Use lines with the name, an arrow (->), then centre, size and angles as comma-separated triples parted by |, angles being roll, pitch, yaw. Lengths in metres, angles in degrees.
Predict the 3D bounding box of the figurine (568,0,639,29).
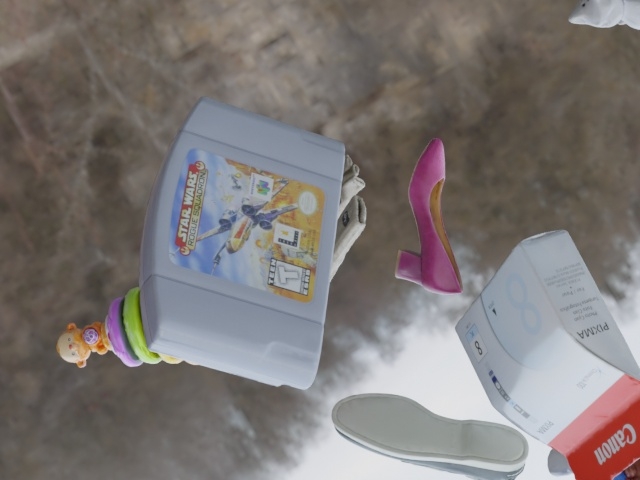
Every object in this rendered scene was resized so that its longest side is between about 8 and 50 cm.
figurine -> 0.460, -0.374, 2.079 | 0.209, 0.092, 0.215 | -8, 145, -47

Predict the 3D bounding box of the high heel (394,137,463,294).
high heel -> 0.196, -0.037, 2.385 | 0.117, 0.244, 0.082 | 16, -173, 23

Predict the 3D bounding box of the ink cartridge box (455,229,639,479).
ink cartridge box -> 0.349, 0.220, 2.150 | 0.091, 0.385, 0.308 | -15, 158, -21

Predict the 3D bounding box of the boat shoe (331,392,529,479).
boat shoe -> 0.170, 0.332, 2.393 | 0.099, 0.319, 0.116 | 98, 5, -46

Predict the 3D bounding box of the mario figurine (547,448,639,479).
mario figurine -> 0.492, 0.433, 2.497 | 0.320, 0.198, 0.170 | -24, -165, -3

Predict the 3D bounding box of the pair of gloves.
pair of gloves -> 0.000, 0.000, 2.028 | 0.204, 0.042, 0.240 | -53, -161, 19

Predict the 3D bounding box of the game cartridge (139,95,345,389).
game cartridge -> -0.083, -0.006, 1.540 | 0.062, 0.198, 0.297 | -43, -147, 52

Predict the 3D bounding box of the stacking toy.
stacking toy -> -0.253, 0.123, 2.190 | 0.301, 0.175, 0.166 | -14, -176, 12
